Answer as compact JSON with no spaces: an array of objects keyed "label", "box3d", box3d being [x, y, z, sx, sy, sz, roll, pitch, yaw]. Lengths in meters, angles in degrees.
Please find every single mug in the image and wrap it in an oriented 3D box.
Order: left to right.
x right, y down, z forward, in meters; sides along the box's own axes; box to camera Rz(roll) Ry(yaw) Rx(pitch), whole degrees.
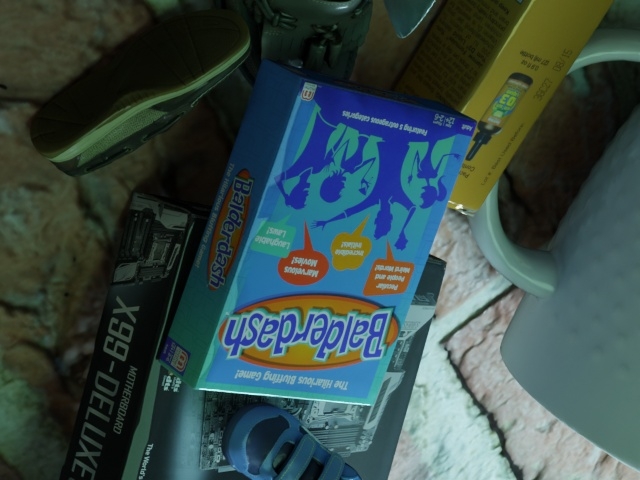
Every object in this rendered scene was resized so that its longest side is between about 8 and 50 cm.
[{"label":"mug","box3d":[0.286,-0.016,1.415,0.374,0.276,0.328,22,105,-13]}]

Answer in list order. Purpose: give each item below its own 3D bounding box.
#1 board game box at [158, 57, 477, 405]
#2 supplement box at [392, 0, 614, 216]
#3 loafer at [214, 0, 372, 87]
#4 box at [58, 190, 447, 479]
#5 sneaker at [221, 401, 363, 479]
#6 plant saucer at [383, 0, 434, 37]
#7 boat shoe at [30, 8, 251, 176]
[{"label":"board game box","box3d":[0.000,0.000,1.230,0.160,0.047,0.210,9,106,-42]},{"label":"supplement box","box3d":[0.125,-0.135,1.308,0.078,0.080,0.233,16,111,-42]},{"label":"loafer","box3d":[-0.012,-0.176,1.165,0.096,0.084,0.267,-23,135,-19]},{"label":"box","box3d":[-0.056,0.136,1.326,0.242,0.076,0.307,11,96,-41]},{"label":"sneaker","box3d":[-0.009,0.157,1.280,0.144,0.059,0.053,41,78,-38]},{"label":"plant saucer","box3d":[0.071,-0.219,1.148,0.037,0.195,0.195,21,113,-9]},{"label":"boat shoe","box3d":[-0.109,-0.092,1.188,0.152,0.056,0.049,-28,148,3]}]
